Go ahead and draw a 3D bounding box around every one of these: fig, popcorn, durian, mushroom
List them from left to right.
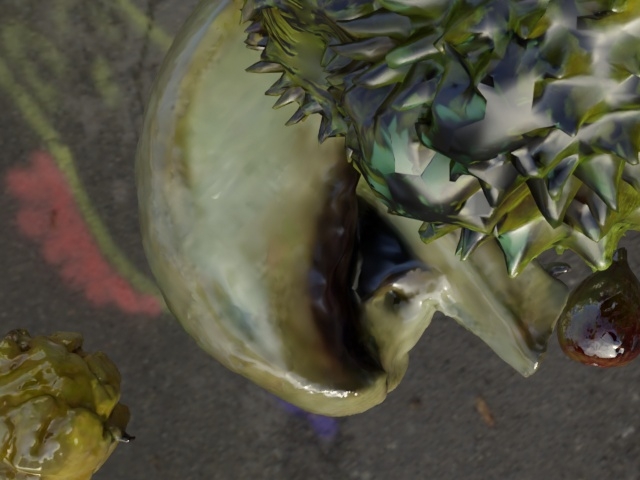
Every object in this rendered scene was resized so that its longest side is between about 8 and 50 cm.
[{"bbox_3d":[-0.220,0.139,1.049,0.152,0.167,0.148,27,83,6],"label":"popcorn"},{"bbox_3d":[-0.007,-0.003,0.871,0.292,0.212,0.217,34,169,-13],"label":"mushroom"},{"bbox_3d":[0.078,-0.130,0.459,0.291,0.225,0.291,41,149,31],"label":"durian"},{"bbox_3d":[0.347,0.078,1.634,0.103,0.109,0.154,-9,65,51],"label":"fig"}]
